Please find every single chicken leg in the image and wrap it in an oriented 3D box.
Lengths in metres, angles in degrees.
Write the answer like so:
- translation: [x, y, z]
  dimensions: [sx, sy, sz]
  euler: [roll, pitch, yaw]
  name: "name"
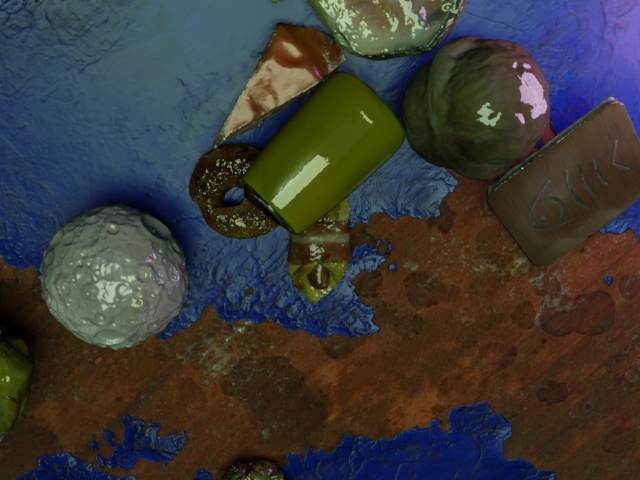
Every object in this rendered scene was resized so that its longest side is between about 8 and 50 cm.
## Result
- translation: [-0.095, 0.516, 1.738]
  dimensions: [0.228, 0.088, 0.103]
  euler: [21, 93, -5]
  name: "chicken leg"

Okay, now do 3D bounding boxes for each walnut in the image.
- translation: [0.260, -0.224, 1.430]
  dimensions: [0.248, 0.248, 0.248]
  euler: [-1, 108, -2]
  name: "walnut"

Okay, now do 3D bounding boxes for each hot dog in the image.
- translation: [-0.003, 0.002, 1.573]
  dimensions: [0.123, 0.093, 0.261]
  euler: [-5, 107, -4]
  name: "hot dog"

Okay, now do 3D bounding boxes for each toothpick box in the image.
- translation: [-0.003, -0.141, 1.455]
  dimensions: [0.271, 0.175, 0.175]
  euler: [-45, 104, -4]
  name: "toothpick box"

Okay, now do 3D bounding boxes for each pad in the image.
- translation: [0.462, -0.092, 1.535]
  dimensions: [0.284, 0.018, 0.286]
  euler: [-38, 134, 9]
  name: "pad"

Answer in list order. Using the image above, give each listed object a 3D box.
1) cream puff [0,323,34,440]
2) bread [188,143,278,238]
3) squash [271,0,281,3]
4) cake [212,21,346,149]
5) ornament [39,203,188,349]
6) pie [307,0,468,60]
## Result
- translation: [-0.703, 0.213, 1.543]
  dimensions: [0.378, 0.275, 0.378]
  euler: [1, 137, 1]
  name: "cream puff"
- translation: [-0.147, -0.089, 1.556]
  dimensions: [0.193, 0.064, 0.193]
  euler: [0, 110, 0]
  name: "bread"
- translation: [-0.092, -0.520, 1.421]
  dimensions: [0.184, 0.085, 0.192]
  euler: [-51, 124, -16]
  name: "squash"
- translation: [-0.097, -0.271, 1.485]
  dimensions: [0.287, 0.098, 0.135]
  euler: [-41, 106, 5]
  name: "cake"
- translation: [-0.355, 0.057, 1.493]
  dimensions: [0.259, 0.259, 0.225]
  euler: [37, 107, -13]
  name: "ornament"
- translation: [0.112, -0.467, 1.429]
  dimensions: [0.338, 0.075, 0.337]
  euler: [-2, 105, -8]
  name: "pie"
